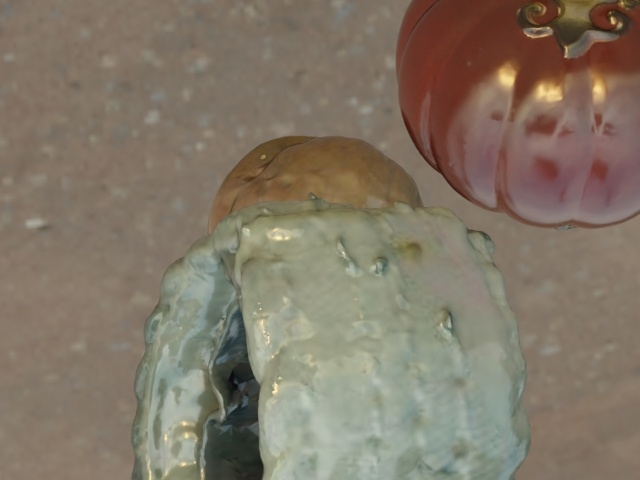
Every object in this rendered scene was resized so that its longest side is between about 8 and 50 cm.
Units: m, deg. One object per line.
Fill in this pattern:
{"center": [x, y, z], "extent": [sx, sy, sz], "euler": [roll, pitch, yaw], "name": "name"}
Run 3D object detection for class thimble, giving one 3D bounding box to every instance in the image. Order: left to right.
{"center": [0.008, 0.090, 0.962], "extent": [0.172, 0.205, 0.250], "euler": [0, 120, -27], "name": "thimble"}

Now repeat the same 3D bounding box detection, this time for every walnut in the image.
{"center": [-0.002, -0.001, 1.926], "extent": [0.248, 0.248, 0.248], "euler": [-9, 153, -4], "name": "walnut"}

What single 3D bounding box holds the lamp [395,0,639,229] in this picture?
{"center": [0.215, -0.143, 1.548], "extent": [0.303, 0.303, 0.257], "euler": [-5, 129, -10], "name": "lamp"}
